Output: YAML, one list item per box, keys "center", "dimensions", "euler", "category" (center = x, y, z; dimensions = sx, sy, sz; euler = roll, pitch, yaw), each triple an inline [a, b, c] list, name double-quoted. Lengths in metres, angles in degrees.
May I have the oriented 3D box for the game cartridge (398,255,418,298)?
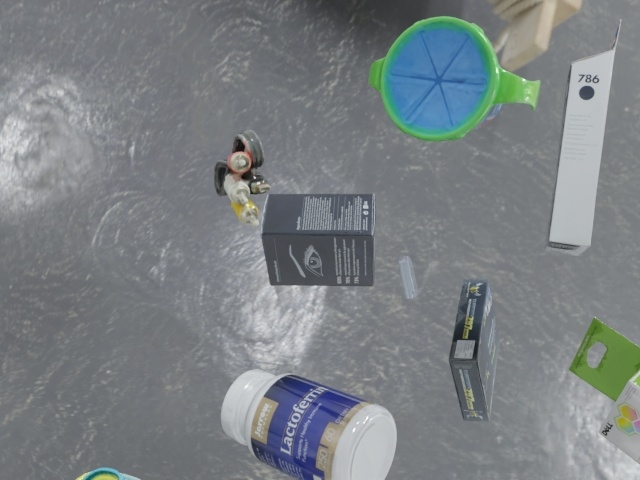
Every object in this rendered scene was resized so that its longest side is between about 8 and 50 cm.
- center: [0.115, 0.048, 0.928]
  dimensions: [0.017, 0.083, 0.056]
  euler: [-8, 86, 10]
  category: "game cartridge"

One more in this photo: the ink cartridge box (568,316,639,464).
- center: [0.599, 0.305, 1.384]
  dimensions: [0.097, 0.189, 0.255]
  euler: [-32, 54, -30]
  category: "ink cartridge box"

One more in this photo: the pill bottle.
- center: [-0.025, 0.302, 1.129]
  dimensions: [0.153, 0.264, 0.153]
  euler: [-17, 112, -49]
  category: "pill bottle"

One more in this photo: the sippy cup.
- center: [0.268, -0.312, 1.420]
  dimensions: [0.305, 0.240, 0.224]
  euler: [50, 24, 16]
  category: "sippy cup"

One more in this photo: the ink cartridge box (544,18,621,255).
- center: [0.395, -0.148, 1.071]
  dimensions: [0.065, 0.165, 0.333]
  euler: [9, 86, 17]
  category: "ink cartridge box"

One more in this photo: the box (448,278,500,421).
- center: [0.319, 0.221, 1.438]
  dimensions: [0.233, 0.059, 0.183]
  euler: [-65, 146, -47]
  category: "box"

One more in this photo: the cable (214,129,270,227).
- center: [-0.151, -0.114, 1.155]
  dimensions: [0.072, 0.287, 0.140]
  euler: [-14, 107, -22]
  category: "cable"

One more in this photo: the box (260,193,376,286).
- center: [0.000, 0.000, 1.324]
  dimensions: [0.207, 0.153, 0.108]
  euler: [1, 48, 5]
  category: "box"

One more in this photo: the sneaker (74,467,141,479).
- center: [-0.230, 0.388, 0.925]
  dimensions: [0.319, 0.127, 0.208]
  euler: [4, 101, -53]
  category: "sneaker"
